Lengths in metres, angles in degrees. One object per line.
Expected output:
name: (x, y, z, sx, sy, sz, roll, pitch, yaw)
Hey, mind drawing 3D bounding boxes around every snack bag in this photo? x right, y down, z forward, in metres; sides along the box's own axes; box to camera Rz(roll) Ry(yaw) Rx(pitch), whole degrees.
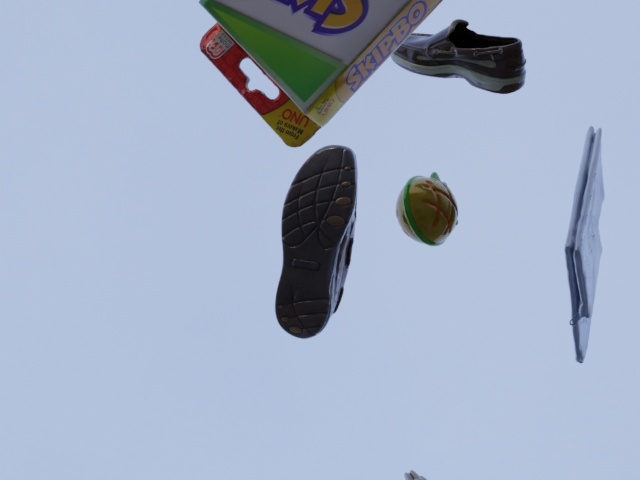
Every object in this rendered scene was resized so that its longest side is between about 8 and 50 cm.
snack bag: (0.496, 0.019, 1.340, 0.037, 0.323, 0.343, 3, -43, 26)

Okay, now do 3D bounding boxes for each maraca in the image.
maraca: (0.194, -0.057, 1.267, 0.099, 0.185, 0.127, -18, -83, 34)

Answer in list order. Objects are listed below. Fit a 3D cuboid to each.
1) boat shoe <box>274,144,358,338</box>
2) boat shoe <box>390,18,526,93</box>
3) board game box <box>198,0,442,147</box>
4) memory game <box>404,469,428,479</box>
boat shoe: (0.000, 0.000, 1.223, 0.123, 0.116, 0.324, 16, -85, 18)
boat shoe: (0.227, -0.326, 1.210, 0.257, 0.095, 0.095, 23, -43, 33)
board game box: (0.033, -0.188, 0.449, 0.259, 0.039, 0.124, -47, -116, 11)
memory game: (0.113, 0.253, 0.534, 0.012, 0.186, 0.186, -27, -72, -8)
